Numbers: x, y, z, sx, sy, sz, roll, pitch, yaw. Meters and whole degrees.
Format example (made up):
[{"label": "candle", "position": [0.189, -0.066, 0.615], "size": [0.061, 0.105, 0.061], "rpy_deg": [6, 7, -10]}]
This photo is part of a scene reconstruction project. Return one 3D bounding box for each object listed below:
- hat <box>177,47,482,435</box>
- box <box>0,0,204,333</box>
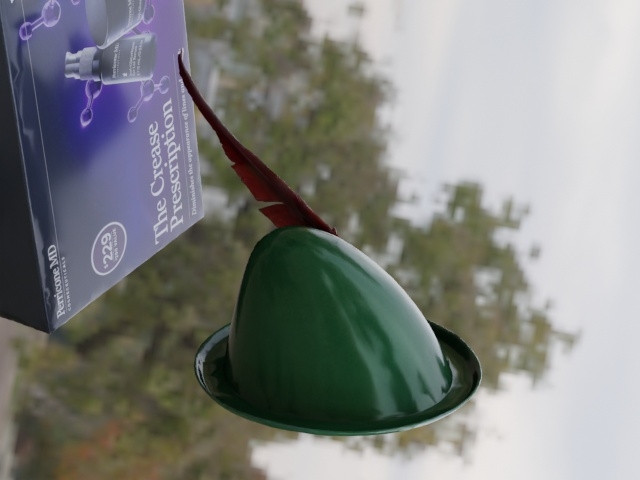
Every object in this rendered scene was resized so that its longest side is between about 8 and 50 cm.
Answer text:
[{"label": "hat", "position": [0.000, 0.000, 1.209], "size": [0.173, 0.208, 0.183], "rpy_deg": [-73, 166, -66]}, {"label": "box", "position": [-0.180, -0.098, 1.346], "size": [0.184, 0.103, 0.261], "rpy_deg": [-38, 135, -42]}]
